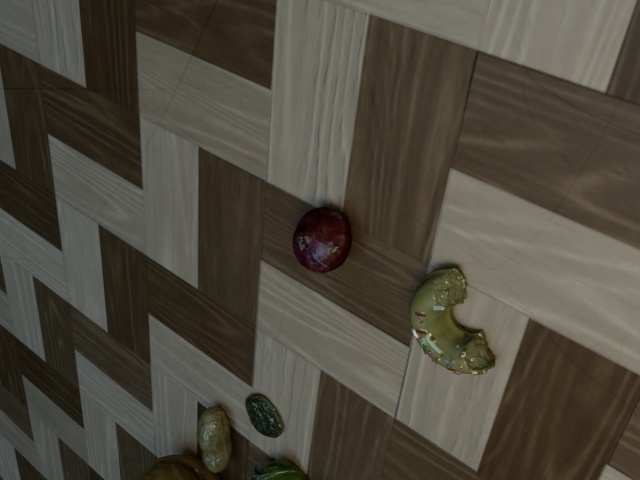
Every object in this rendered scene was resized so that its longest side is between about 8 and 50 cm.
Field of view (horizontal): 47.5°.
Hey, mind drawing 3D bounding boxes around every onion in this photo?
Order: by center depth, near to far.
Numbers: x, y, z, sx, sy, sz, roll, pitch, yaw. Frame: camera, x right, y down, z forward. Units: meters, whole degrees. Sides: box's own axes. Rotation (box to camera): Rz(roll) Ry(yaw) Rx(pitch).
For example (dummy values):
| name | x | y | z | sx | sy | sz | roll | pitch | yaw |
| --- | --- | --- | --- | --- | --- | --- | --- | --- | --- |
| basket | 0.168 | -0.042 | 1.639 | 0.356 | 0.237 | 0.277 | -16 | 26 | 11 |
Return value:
| name | x | y | z | sx | sy | sz | roll | pitch | yaw |
| --- | --- | --- | --- | --- | --- | --- | --- | --- | --- |
| onion | 0.000 | 0.000 | 1.152 | 0.107 | 0.097 | 0.107 | -3 | 85 | 41 |

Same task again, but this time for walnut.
| name | x | y | z | sx | sy | sz | roll | pitch | yaw |
| --- | --- | --- | --- | --- | --- | --- | --- | --- | --- |
| walnut | -0.343 | 0.645 | 1.751 | 0.257 | 0.257 | 0.224 | 50 | 169 | 9 |

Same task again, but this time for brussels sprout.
| name | x | y | z | sx | sy | sz | roll | pitch | yaw |
| --- | --- | --- | --- | --- | --- | --- | --- | --- | --- |
| brussels sprout | -0.081 | 0.545 | 1.544 | 0.139 | 0.100 | 0.181 | -8 | 97 | 25 |

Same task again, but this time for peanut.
| name | x | y | z | sx | sy | sz | roll | pitch | yaw |
| --- | --- | --- | --- | --- | --- | --- | --- | --- | --- |
| peanut | -0.241 | 0.454 | 1.644 | 0.080 | 0.080 | 0.175 | 18 | 123 | 35 |

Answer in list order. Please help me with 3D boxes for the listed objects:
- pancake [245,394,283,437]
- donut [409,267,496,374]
| name | x | y | z | sx | sy | sz | roll | pitch | yaw |
| --- | --- | --- | --- | --- | --- | --- | --- | --- | --- |
| pancake | -0.120 | 0.369 | 1.529 | 0.108 | 0.017 | 0.108 | 18 | 121 | 33 |
| donut | 0.181 | 0.126 | 1.074 | 0.108 | 0.065 | 0.166 | -17 | 101 | 47 |
